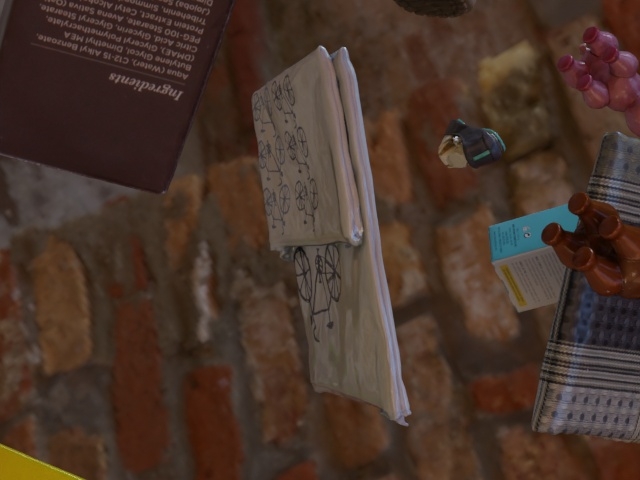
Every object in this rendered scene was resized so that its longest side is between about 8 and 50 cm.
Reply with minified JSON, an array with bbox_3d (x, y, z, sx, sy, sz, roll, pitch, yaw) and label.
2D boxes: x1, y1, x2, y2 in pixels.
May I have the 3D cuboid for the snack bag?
[{"bbox_3d":[0.000,0.000,1.368,0.323,0.037,0.342,177,-96,-75],"label":"snack bag"}]

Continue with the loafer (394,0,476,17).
[{"bbox_3d":[0.047,-0.276,1.069,0.268,0.102,0.092,46,55,-50],"label":"loafer"}]

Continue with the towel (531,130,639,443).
[{"bbox_3d":[0.362,0.063,1.459,0.324,0.056,0.312,12,91,-36],"label":"towel"}]

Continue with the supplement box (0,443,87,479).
[{"bbox_3d":[-0.228,0.286,1.106,0.194,0.357,0.195,95,18,-69],"label":"supplement box"}]

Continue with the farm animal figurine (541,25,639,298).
[{"bbox_3d":[0.339,-0.083,1.090,0.172,0.327,0.330,32,72,-33],"label":"farm animal figurine"}]

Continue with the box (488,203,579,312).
[{"bbox_3d":[0.322,0.001,1.594,0.060,0.244,0.100,-90,156,-43],"label":"box"}]

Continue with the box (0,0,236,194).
[{"bbox_3d":[-0.106,-0.243,0.893,0.143,0.381,0.191,13,31,-15],"label":"box"}]

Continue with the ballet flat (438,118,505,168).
[{"bbox_3d":[0.209,-0.137,2.060,0.074,0.074,0.203,55,-3,-13],"label":"ballet flat"}]
